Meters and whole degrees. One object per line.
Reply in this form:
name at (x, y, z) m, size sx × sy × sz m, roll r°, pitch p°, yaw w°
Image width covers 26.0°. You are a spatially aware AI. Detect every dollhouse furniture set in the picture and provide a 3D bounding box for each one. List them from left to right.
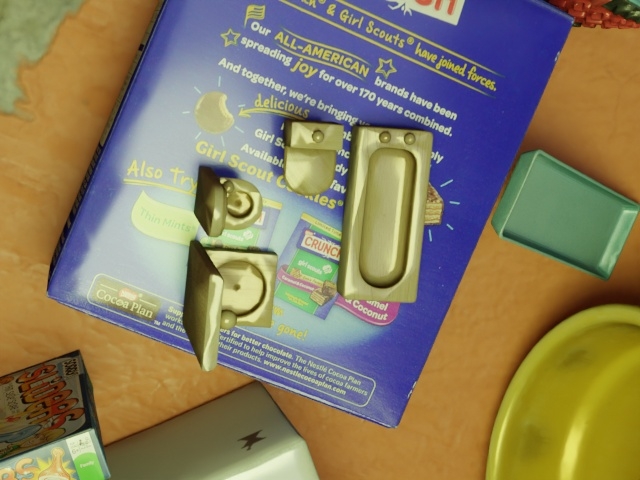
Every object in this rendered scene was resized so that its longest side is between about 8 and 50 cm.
dollhouse furniture set at (0.000, 0.000, 0.862) m, size 0.151 × 0.123 × 0.144 m, roll 4°, pitch 99°, yaw -11°

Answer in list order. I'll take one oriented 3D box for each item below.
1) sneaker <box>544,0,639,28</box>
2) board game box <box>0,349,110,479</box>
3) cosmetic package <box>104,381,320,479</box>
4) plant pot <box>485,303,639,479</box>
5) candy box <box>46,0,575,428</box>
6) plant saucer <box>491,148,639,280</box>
sneaker at (0.161, -0.240, 0.987) m, size 0.262 × 0.104 × 0.125 m, roll 24°, pitch 84°, yaw -28°
board game box at (-0.215, 0.134, 0.923) m, size 0.136 × 0.201 × 0.035 m, roll -19°, pitch 103°, yaw -9°
cosmetic package at (-0.051, 0.363, 1.018) m, size 0.230 × 0.161 × 0.453 m, roll -22°, pitch 103°, yaw -8°
plant pot at (0.291, 0.190, 1.035) m, size 0.239 × 0.254 × 0.254 m, roll 12°, pitch 97°, yaw -28°
candy box at (-0.011, -0.066, 0.977) m, size 0.268 × 0.122 × 0.317 m, roll 23°, pitch 95°, yaw -14°
plant saucer at (0.183, -0.017, 1.026) m, size 0.192 × 0.018 × 0.067 m, roll 18°, pitch 97°, yaw -53°
